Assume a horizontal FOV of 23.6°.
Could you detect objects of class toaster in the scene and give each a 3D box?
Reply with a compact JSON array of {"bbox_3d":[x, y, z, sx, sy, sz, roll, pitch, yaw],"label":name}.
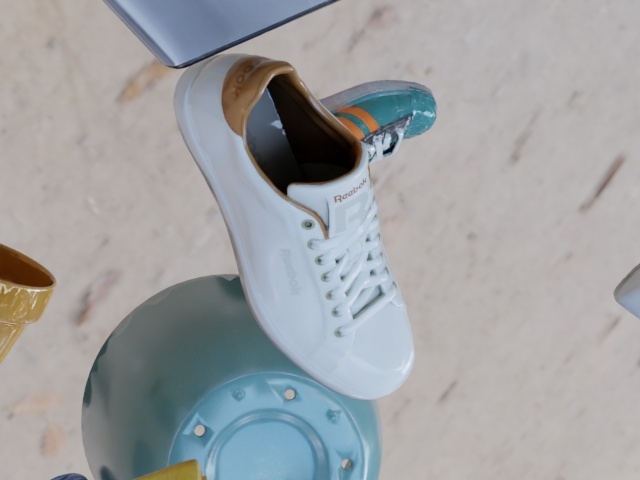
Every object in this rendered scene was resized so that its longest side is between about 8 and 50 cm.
[{"bbox_3d":[-0.068,-0.217,0.995,0.185,0.168,0.110,-20,144,22],"label":"toaster"}]

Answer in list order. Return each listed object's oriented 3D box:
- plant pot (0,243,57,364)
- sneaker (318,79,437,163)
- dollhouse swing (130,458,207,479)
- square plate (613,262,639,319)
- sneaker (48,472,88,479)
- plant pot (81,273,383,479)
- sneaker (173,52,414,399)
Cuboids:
[{"bbox_3d":[-0.492,0.106,2.110,0.205,0.205,0.188,10,106,-58],"label":"plant pot"},{"bbox_3d":[0.016,-0.107,1.861,0.302,0.121,0.108,-14,155,-20],"label":"sneaker"},{"bbox_3d":[-0.223,0.331,0.956,0.304,0.315,0.347,0,149,-1],"label":"dollhouse swing"},{"bbox_3d":[0.485,0.044,1.330,0.344,0.347,0.049,-40,156,-35],"label":"square plate"},{"bbox_3d":[-0.260,0.331,1.496,0.069,0.082,0.209,15,73,-26],"label":"sneaker"},{"bbox_3d":[-0.072,0.190,1.459,0.293,0.293,0.235,-48,-166,-5],"label":"plant pot"},{"bbox_3d":[0.000,0.000,1.091,0.106,0.123,0.290,-41,113,-25],"label":"sneaker"}]
